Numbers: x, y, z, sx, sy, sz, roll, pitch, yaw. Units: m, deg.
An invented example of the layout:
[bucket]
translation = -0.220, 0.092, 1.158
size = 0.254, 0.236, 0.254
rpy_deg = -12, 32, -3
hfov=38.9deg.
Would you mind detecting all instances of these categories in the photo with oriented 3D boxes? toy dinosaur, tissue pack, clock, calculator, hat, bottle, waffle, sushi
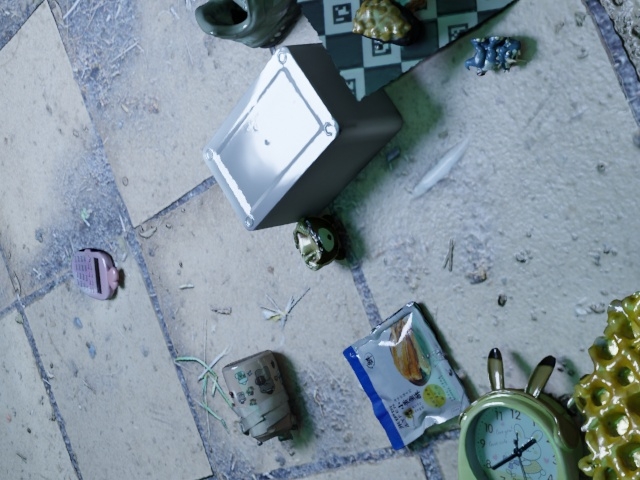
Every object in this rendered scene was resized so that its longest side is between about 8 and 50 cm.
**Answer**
[toy dinosaur]
translation = 0.211, -0.227, 1.116
size = 0.083, 0.030, 0.047
rpy_deg = 6, 102, 42
[tissue pack]
translation = -0.033, -0.146, 1.292
size = 0.246, 0.136, 0.159
rpy_deg = -45, 70, 40
[clock]
translation = 0.260, 0.259, 1.167
size = 0.170, 0.069, 0.232
rpy_deg = 4, 102, 43
[calculator]
translation = -0.447, 0.066, 1.807
size = 0.166, 0.024, 0.103
rpy_deg = 8, 105, 44
[hat]
translation = 0.000, 0.000, 1.352
size = 0.077, 0.059, 0.076
rpy_deg = 60, 148, 21
[bottle]
translation = -0.098, 0.264, 1.486
size = 0.099, 0.099, 0.152
rpy_deg = -20, 90, 44
[waffle]
translation = 0.392, 0.180, 0.943
size = 0.329, 0.062, 0.329
rpy_deg = -29, 51, 45
[sushi]
translation = 0.071, -0.361, 1.130
size = 0.264, 0.050, 0.290
rpy_deg = -31, 79, 18

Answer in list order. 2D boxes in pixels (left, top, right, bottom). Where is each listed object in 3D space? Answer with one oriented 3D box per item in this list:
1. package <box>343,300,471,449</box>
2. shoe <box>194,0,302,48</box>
[package]
translation = 0.122, 0.198, 1.308
size = 0.173, 0.027, 0.171
rpy_deg = -41, 72, 37
[shoe]
translation = -0.073, -0.385, 1.262
size = 0.109, 0.149, 0.293
rpy_deg = 54, 131, 21
